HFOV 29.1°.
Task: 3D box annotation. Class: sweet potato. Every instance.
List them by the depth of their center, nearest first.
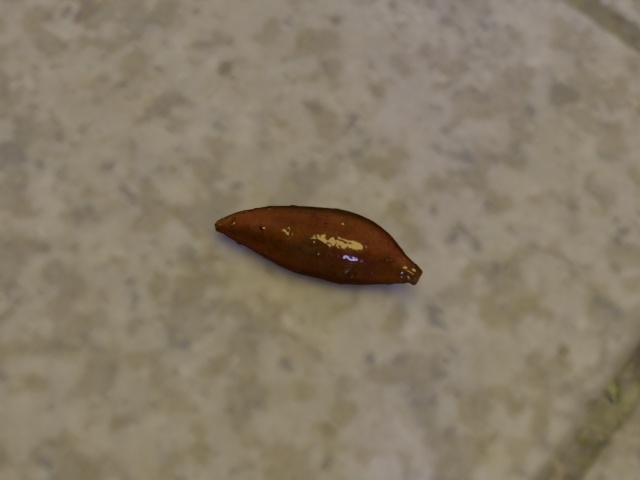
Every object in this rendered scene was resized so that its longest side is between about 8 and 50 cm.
[{"bbox_3d":[0.000,0.000,0.551,0.095,0.034,0.034,15,68,-1],"label":"sweet potato"}]
